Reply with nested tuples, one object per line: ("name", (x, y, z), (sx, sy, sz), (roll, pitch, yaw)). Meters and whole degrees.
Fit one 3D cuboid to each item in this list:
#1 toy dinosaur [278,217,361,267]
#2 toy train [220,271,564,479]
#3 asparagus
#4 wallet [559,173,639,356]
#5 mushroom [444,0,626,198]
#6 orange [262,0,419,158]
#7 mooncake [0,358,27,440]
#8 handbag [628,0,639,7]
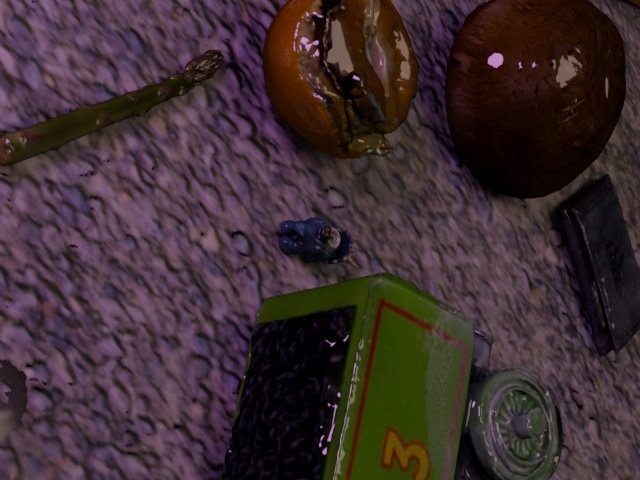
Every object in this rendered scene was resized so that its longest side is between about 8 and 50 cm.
("toy dinosaur", (0.000, 0.000, 1.327), (0.083, 0.047, 0.030), (23, 67, -47))
("toy train", (0.050, 0.190, 1.261), (0.249, 0.173, 0.307), (30, 61, -36))
("asparagus", (-0.146, -0.099, 1.190), (0.024, 0.025, 0.248), (39, 38, 17))
("wallet", (0.296, 0.025, 1.695), (0.111, 0.030, 0.166), (-35, 112, -53))
("mushroom", (0.216, -0.140, 1.544), (0.231, 0.138, 0.194), (-14, 94, -50))
("orange", (0.011, -0.141, 1.321), (0.160, 0.112, 0.170), (-69, 157, -46))
("mooncake", (-0.267, -0.045, 1.019), (0.150, 0.057, 0.347), (-41, 108, -32))
("handbag", (0.339, -0.472, 1.780), (0.283, 0.133, 0.401), (12, 73, -54))
